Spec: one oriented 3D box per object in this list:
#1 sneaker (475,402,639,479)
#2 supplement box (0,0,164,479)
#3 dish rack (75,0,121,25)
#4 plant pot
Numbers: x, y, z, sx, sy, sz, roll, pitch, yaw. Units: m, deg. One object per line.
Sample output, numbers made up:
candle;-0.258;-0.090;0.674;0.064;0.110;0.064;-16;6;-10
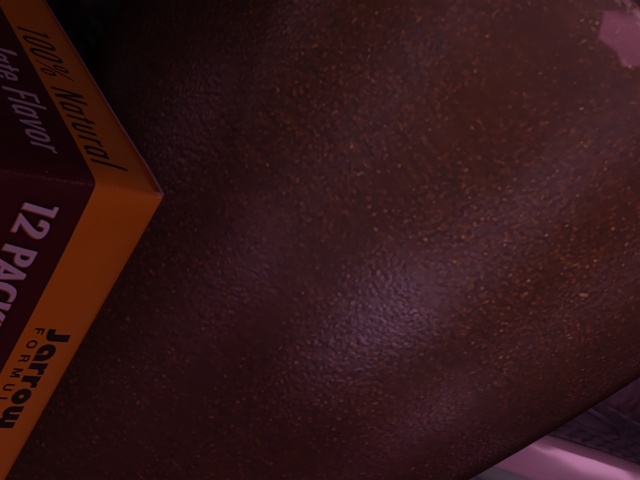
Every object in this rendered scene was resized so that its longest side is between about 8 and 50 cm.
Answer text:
sneaker;0.128;0.161;0.833;0.256;0.094;0.151;27;101;-32
supplement box;-0.181;-0.034;0.480;0.194;0.191;0.129;8;124;-39
dish rack;0.044;-0.230;0.571;0.285;0.072;0.333;-15;142;-23
plant pot;0.000;0.000;0.549;0.230;0.215;0.215;-46;126;11
